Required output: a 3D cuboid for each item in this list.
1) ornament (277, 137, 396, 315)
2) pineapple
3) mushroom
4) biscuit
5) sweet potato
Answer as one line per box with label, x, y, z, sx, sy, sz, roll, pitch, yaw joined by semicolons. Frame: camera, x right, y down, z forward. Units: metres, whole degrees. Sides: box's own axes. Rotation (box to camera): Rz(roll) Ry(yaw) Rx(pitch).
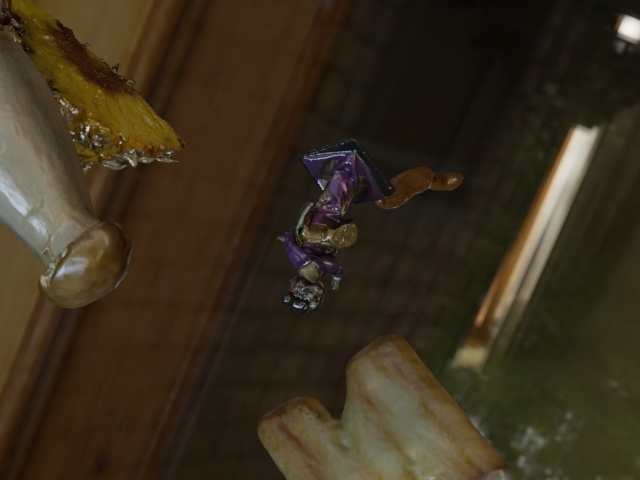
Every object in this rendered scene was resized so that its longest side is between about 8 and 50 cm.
ornament;0.006;0.003;1.564;0.088;0.203;0.081;-18;133;36
pineapple;-0.353;-0.172;1.991;0.334;0.158;0.161;47;-148;-13
mushroom;-0.308;-0.083;1.620;0.128;0.128;0.350;8;-138;-58
biscuit;0.078;0.273;1.949;0.291;0.237;0.062;49;171;35
sweet potato;0.120;-0.071;1.970;0.044;0.044;0.179;28;-151;29
